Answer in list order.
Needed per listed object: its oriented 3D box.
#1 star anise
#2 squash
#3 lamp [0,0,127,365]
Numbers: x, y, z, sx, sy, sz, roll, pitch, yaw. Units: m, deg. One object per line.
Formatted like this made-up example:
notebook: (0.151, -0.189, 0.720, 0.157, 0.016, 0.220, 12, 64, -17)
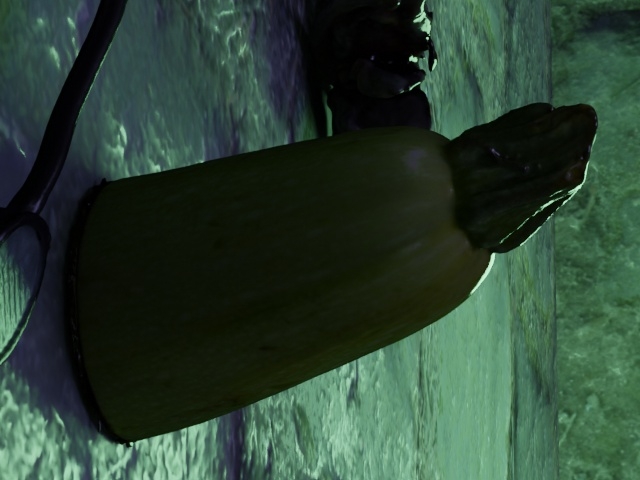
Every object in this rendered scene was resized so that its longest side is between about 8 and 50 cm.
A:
star anise: (0.038, -0.130, 1.332, 0.231, 0.089, 0.209, 80, 2, -48)
squash: (-0.010, 0.007, 0.823, 0.137, 0.287, 0.137, 17, 65, -42)
lamp: (-0.117, -0.111, 0.789, 0.130, 0.108, 0.371, 86, 21, -65)
